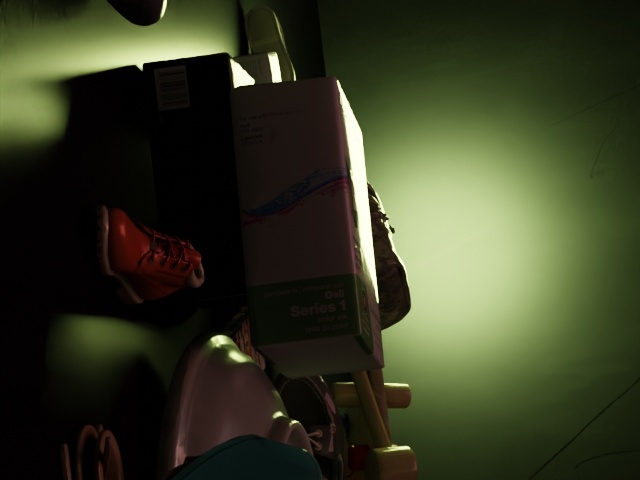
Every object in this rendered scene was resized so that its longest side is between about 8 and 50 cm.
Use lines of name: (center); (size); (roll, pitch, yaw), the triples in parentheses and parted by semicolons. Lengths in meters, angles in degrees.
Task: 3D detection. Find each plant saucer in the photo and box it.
plant saucer: (-0.068, 0.292, 1.619); (0.400, 0.100, 0.400); (-3, 90, -79)

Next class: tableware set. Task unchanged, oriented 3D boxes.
tableware set: (-0.162, 0.241, 1.252); (0.128, 0.039, 0.194); (-12, 95, -84)

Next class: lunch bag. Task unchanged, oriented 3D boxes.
lunch bag: (0.000, 0.000, 2.367); (0.305, 0.212, 0.256); (70, -2, -68)

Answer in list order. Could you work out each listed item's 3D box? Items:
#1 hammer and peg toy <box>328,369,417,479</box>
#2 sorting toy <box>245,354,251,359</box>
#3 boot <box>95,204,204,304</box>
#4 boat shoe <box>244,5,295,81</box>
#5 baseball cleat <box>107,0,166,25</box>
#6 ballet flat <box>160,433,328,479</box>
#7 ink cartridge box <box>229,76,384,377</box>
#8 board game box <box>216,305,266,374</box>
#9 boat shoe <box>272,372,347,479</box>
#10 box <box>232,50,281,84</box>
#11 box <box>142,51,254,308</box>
hammer and peg toy: (0.072, 0.318, 2.323); (0.361, 0.127, 0.266); (125, -37, -58)
sorting toy: (-0.114, 0.173, 1.793); (0.083, 0.045, 0.075); (-27, 123, -70)
boot: (-0.153, 0.008, 1.411); (0.158, 0.084, 0.059); (65, 20, -66)
boat shoe: (-0.076, -0.272, 2.523); (0.065, 0.075, 0.206); (58, 21, -69)
baseball cleat: (-0.199, -0.255, 1.447); (0.206, 0.072, 0.109); (69, 28, -48)
ballet flat: (-0.109, 0.287, 1.184); (0.409, 0.147, 0.147); (-49, 133, -63)
ink cartridge box: (-0.011, -0.010, 1.669); (0.201, 0.117, 0.278); (57, 27, -73)
board game box: (-0.100, 0.167, 1.992); (0.260, 0.030, 0.136); (-54, 139, -81)
boat shoe: (-0.016, 0.342, 2.186); (0.095, 0.112, 0.335); (-72, 158, -87)
box: (-0.099, -0.201, 2.147); (0.101, 0.087, 0.102); (-56, 139, -81)
box: (-0.119, -0.060, 1.750); (0.184, 0.103, 0.261); (42, 42, -85)
